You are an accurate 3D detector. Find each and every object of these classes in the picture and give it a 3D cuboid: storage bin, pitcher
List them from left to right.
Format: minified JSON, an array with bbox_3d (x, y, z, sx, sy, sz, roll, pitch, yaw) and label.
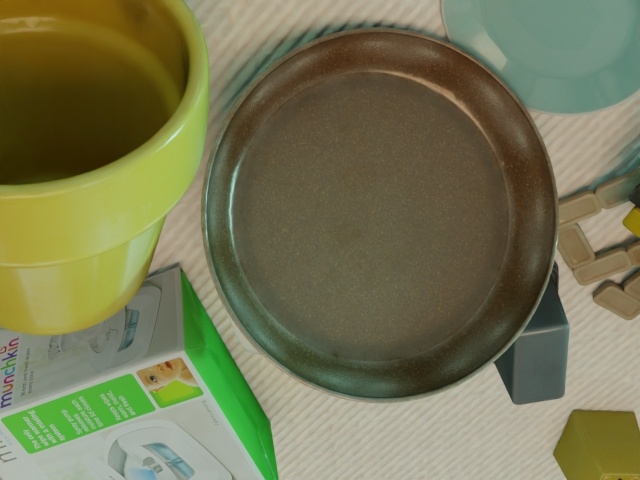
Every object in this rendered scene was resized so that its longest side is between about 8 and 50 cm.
[{"bbox_3d":[0.000,0.000,0.921,0.207,0.125,0.178,-24,107,-2],"label":"pitcher"},{"bbox_3d":[0.207,0.099,1.034,0.098,0.091,0.135,-8,128,-2],"label":"storage bin"}]

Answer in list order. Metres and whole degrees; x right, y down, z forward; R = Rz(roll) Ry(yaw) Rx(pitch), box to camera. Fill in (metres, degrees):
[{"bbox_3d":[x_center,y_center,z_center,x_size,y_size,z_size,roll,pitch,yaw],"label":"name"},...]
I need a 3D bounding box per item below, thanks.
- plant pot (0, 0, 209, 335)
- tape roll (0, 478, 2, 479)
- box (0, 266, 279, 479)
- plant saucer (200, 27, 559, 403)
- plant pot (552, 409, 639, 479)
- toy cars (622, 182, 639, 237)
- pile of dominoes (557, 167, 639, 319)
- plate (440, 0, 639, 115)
[{"bbox_3d":[-0.215,-0.055,0.769,0.254,0.254,0.239,0,142,-8],"label":"plant pot"},{"bbox_3d":[-0.357,0.370,1.041,0.100,0.286,0.286,-11,129,1],"label":"tape roll"},{"bbox_3d":[-0.194,0.186,1.024,0.231,0.127,0.262,-19,129,4],"label":"box"},{"bbox_3d":[0.050,-0.021,0.855,0.310,0.050,0.311,0,89,-15],"label":"plant saucer"},{"bbox_3d":[0.331,0.256,1.179,0.081,0.083,0.081,4,126,-11],"label":"plant pot"},{"bbox_3d":[0.318,-0.147,0.837,0.176,0.087,0.394,7,130,42],"label":"toy cars"},{"bbox_3d":[0.367,-0.021,1.012,0.251,0.040,0.196,-22,128,20],"label":"pile of dominoes"},{"bbox_3d":[0.189,-0.183,0.814,0.188,0.024,0.188,18,140,16],"label":"plate"}]
